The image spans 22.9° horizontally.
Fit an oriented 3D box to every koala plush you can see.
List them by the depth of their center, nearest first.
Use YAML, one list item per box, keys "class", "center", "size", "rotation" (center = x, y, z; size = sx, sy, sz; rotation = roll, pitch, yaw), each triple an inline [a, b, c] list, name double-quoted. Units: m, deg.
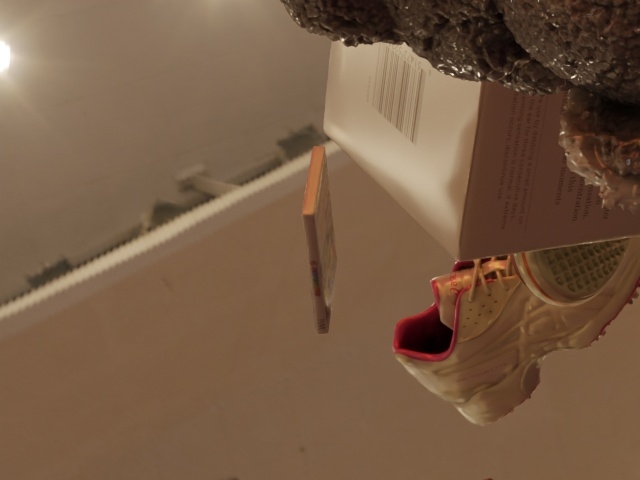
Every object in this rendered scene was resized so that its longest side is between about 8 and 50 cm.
- class: "koala plush"
  center: [0.103, -0.121, 0.656]
  size: [0.203, 0.221, 0.196]
  rotation: [-8, -57, -37]

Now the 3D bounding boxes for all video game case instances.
- class: "video game case"
  center: [0.000, 0.000, 1.239]
  size: [0.011, 0.087, 0.122]
  rotation: [-1, -50, 7]

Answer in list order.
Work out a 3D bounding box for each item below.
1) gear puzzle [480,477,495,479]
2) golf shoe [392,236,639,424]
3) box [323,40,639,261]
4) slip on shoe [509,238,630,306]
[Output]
- class: "gear puzzle"
  center: [0.111, 0.201, 0.724]
  size: [0.339, 0.044, 0.175]
  rotation: [30, -126, -37]
- class: "golf shoe"
  center: [0.189, 0.050, 1.474]
  size: [0.140, 0.115, 0.306]
  rotation: [29, -59, -20]
- class: "box"
  center: [0.206, -0.124, 1.117]
  size: [0.345, 0.215, 0.168]
  rotation: [-7, -60, -24]
- class: "slip on shoe"
  center: [0.183, -0.058, 1.311]
  size: [0.123, 0.331, 0.101]
  rotation: [33, -56, -23]
